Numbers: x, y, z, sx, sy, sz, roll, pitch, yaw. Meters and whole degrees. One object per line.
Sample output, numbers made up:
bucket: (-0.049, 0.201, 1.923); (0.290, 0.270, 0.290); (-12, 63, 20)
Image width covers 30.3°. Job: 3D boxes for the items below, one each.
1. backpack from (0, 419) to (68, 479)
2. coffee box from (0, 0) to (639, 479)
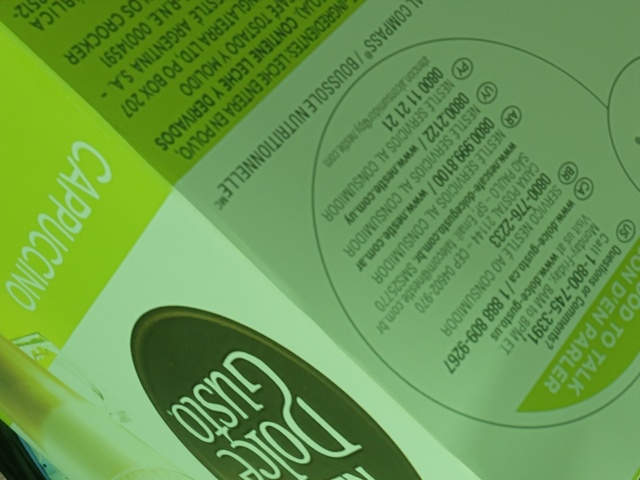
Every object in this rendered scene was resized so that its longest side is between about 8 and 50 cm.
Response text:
backpack: (-0.185, 0.103, 1.073); (0.263, 0.276, 0.213); (-31, 166, -37)
coffee box: (-0.003, -0.059, 0.561); (0.338, 0.334, 0.337); (-48, -177, -30)
